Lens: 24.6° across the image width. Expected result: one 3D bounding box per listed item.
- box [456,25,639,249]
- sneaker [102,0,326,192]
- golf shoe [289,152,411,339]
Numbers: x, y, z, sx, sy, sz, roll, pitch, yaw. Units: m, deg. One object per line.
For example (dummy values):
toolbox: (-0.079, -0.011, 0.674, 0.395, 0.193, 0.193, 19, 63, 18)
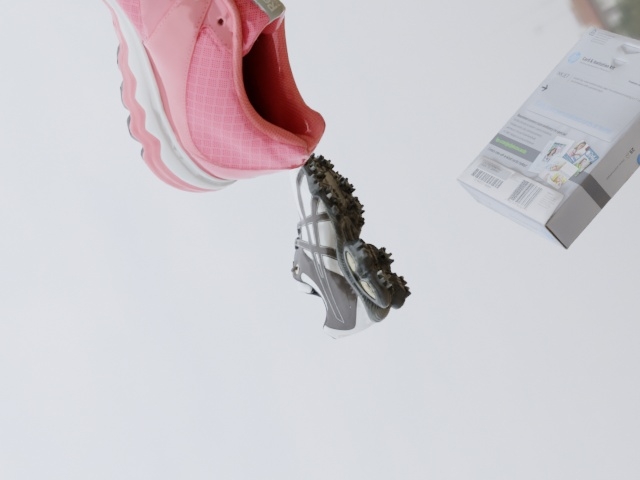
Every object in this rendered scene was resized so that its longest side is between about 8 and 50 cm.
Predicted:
box: (0.220, -0.092, 1.252, 0.038, 0.186, 0.145, 43, 176, -31)
sneaker: (-0.085, -0.174, 0.951, 0.116, 0.136, 0.314, -48, -55, -37)
golf shoe: (0.000, 0.000, 1.353, 0.077, 0.094, 0.198, 22, -145, -50)
